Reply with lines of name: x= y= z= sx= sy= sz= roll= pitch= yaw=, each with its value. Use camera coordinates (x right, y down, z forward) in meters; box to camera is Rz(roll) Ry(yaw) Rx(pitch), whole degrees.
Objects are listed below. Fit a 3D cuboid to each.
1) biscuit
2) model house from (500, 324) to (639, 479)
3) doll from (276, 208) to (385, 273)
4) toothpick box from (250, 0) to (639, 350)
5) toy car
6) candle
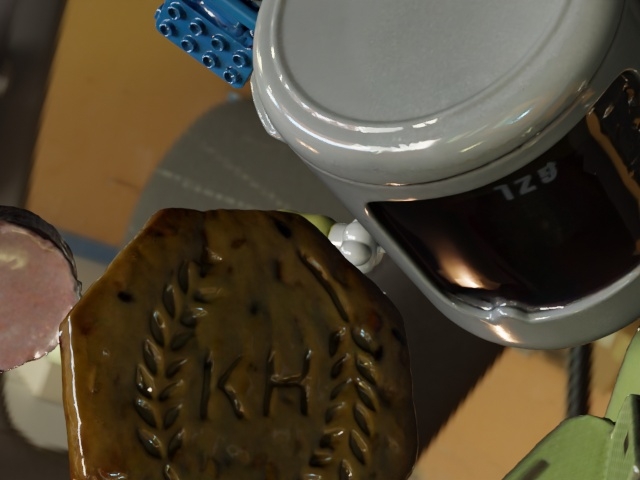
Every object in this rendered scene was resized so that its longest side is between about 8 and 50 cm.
biscuit: x=-0.062 y=0.133 z=1.285 sx=0.359 sy=0.359 sz=0.046 roll=16 pitch=156 yaw=-27
model house: x=0.171 y=0.176 z=0.867 sx=0.278 sy=0.218 sz=0.205 roll=-4 pitch=-154 yaw=-44
doll: x=0.000 y=0.000 z=1.657 sx=0.162 sy=0.062 sz=0.106 roll=5 pitch=-157 yaw=22
toothpick box: x=0.112 y=-0.068 z=0.896 sx=0.229 sy=0.229 sz=0.316 roll=25 pitch=167 yaw=35
toy car: x=-0.060 y=-0.191 z=1.099 sx=0.097 sy=0.191 sz=0.100 roll=36 pitch=-132 yaw=0
candle: x=-0.448 y=0.059 z=1.701 sx=0.317 sy=0.287 sz=0.131 roll=26 pitch=-175 yaw=-13
